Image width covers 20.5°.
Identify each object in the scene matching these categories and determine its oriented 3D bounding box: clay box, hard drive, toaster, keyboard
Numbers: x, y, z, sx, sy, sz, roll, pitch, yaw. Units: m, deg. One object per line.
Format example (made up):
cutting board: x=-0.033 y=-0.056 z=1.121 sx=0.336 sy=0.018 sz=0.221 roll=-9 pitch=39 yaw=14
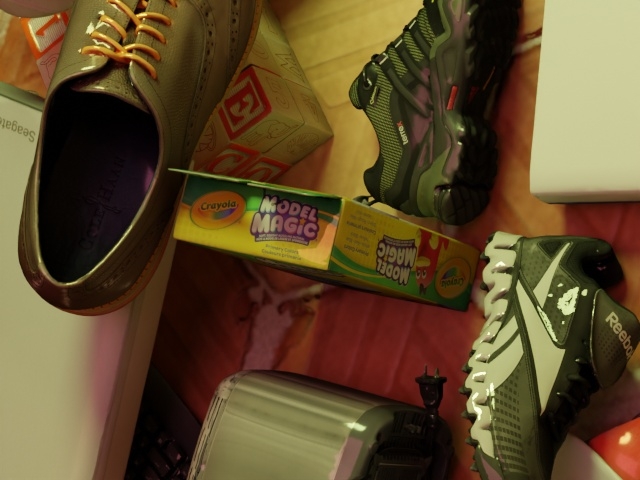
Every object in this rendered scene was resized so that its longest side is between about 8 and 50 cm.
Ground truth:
clay box: x=0.000 y=0.000 z=1.197 sx=0.127 sy=0.222 sz=0.053 roll=11 pitch=87 yaw=34
hard drive: x=-0.226 y=0.075 z=1.362 sx=0.233 sy=0.047 sz=0.353 roll=22 pitch=104 yaw=37
hard drive: x=0.295 y=-0.131 z=1.137 sx=0.318 sy=0.040 sz=0.210 roll=0 pitch=77 yaw=32
toaster: x=-0.007 y=0.180 z=1.224 sx=0.146 sy=0.129 sz=0.227 roll=16 pitch=93 yaw=36
keyboard: x=-0.227 y=0.137 z=1.431 sx=0.201 sy=0.033 sz=0.317 roll=-51 pitch=58 yaw=14

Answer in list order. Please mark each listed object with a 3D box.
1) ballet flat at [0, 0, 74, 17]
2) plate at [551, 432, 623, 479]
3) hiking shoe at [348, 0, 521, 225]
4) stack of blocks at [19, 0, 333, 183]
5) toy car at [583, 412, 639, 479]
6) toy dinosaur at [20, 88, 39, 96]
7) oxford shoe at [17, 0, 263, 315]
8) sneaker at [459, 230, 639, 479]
ballet flat: x=-0.094 y=-0.309 z=1.290 sx=0.400 sy=0.139 sz=0.139 roll=-36 pitch=61 yaw=-5
plate: x=0.128 y=0.284 z=1.051 sx=0.278 sy=0.045 sz=0.277 roll=-43 pitch=40 yaw=-2
hiking shoe: x=0.071 y=-0.127 z=1.257 sx=0.114 sy=0.086 sz=0.227 roll=6 pitch=85 yaw=30
stack of blocks: x=-0.132 y=-0.163 z=1.392 sx=0.171 sy=0.087 sz=0.297 roll=-36 pitch=64 yaw=22
toy car: x=0.265 y=0.083 z=1.114 sx=0.239 sy=0.053 sz=0.225 roll=3 pitch=83 yaw=33
toy dinosaur: x=-0.351 y=-0.044 z=1.528 sx=0.118 sy=0.064 sz=0.268 roll=44 pitch=108 yaw=23
oxford shoe: x=-0.113 y=-0.126 z=1.181 sx=0.130 sy=0.133 sz=0.364 roll=13 pitch=86 yaw=-2
sneaker: x=0.151 y=0.077 z=1.132 sx=0.106 sy=0.078 sz=0.234 roll=-9 pitch=42 yaw=20
